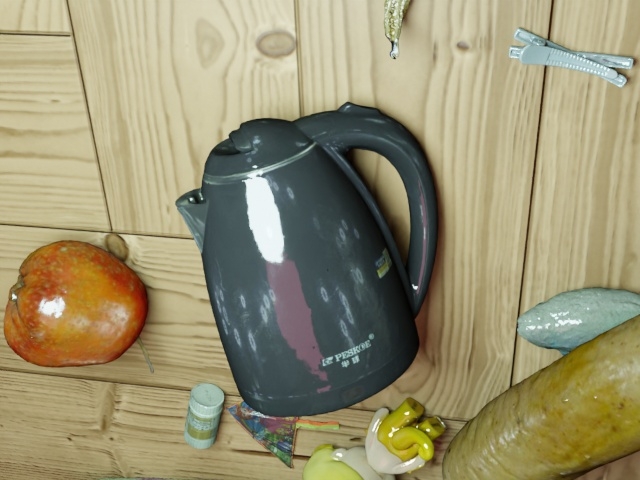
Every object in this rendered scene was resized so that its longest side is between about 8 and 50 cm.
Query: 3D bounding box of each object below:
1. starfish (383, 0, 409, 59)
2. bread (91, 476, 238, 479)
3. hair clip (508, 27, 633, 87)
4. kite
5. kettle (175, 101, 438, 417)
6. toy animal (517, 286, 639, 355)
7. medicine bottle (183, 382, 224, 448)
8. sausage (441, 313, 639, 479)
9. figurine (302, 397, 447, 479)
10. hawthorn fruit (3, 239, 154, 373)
[{"bbox_3d":[0.064,-0.239,0.809,0.133,0.041,0.130,0,114,21],"label":"starfish"},{"bbox_3d":[-0.219,0.451,1.253,0.338,0.155,0.187,-2,117,15],"label":"bread"},{"bbox_3d":[0.238,-0.170,0.817,0.115,0.039,0.030,13,129,2],"label":"hair clip"},{"bbox_3d":[-0.052,0.242,1.167,0.159,0.010,0.190,12,126,3],"label":"kite"},{"bbox_3d":[0.000,0.000,0.910,0.268,0.207,0.290,-19,110,-9],"label":"kettle"},{"bbox_3d":[0.344,0.090,0.951,0.253,0.070,0.079,1,158,-1],"label":"toy animal"},{"bbox_3d":[-0.159,0.239,1.167,0.047,0.047,0.083,16,125,3],"label":"medicine bottle"},{"bbox_3d":[0.286,0.185,0.923,0.136,0.123,0.501,13,142,-24],"label":"sausage"},{"bbox_3d":[0.061,0.312,1.126,0.156,0.131,0.246,39,111,11],"label":"figurine"},{"bbox_3d":[-0.275,0.087,1.049,0.203,0.162,0.162,20,128,-27],"label":"hawthorn fruit"}]
